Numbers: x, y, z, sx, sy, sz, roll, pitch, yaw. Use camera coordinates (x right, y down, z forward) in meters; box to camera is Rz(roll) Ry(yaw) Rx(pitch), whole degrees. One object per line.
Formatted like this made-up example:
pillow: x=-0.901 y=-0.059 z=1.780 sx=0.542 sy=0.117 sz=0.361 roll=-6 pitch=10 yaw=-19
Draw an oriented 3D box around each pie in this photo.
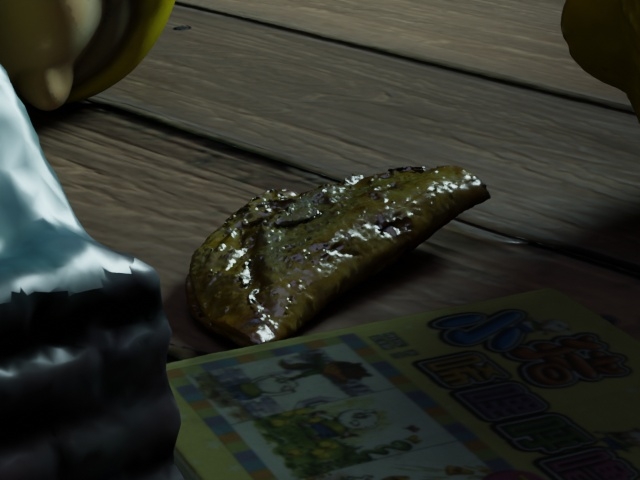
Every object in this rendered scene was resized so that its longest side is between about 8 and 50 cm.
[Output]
pie: x=0.000 y=0.000 z=0.739 sx=0.092 sy=0.034 sz=0.170 roll=20 pitch=36 yaw=40

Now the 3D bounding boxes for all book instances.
book: x=0.042 y=0.065 z=0.598 sx=0.192 sy=0.013 sz=0.168 roll=-11 pitch=23 yaw=-22

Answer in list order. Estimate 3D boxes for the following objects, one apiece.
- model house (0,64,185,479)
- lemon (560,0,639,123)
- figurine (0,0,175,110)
model house: x=-0.153 y=0.104 z=0.328 sx=0.230 sy=0.248 sz=0.280 roll=-33 pitch=-12 yaw=35
lemon: x=0.249 y=-0.118 z=0.748 sx=0.288 sy=0.233 sz=0.233 roll=-9 pitch=22 yaw=1
figurine: x=-0.194 y=-0.150 z=0.892 sx=0.187 sy=0.215 sz=0.343 roll=1 pitch=24 yaw=18
